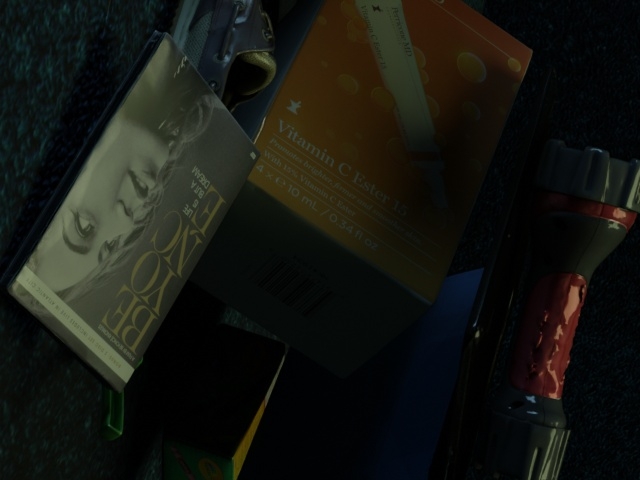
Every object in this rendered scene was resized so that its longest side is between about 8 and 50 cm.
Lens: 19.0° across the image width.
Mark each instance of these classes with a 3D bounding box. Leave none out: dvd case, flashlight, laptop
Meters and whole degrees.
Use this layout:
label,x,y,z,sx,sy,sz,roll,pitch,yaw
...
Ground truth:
label,x,y,z,sx,sy,sz,roll,pitch,yaw
dvd case,-0.133,-0.018,1.394,0.221,0.018,0.164,-60,144,-17
flashlight,0.211,0.067,1.695,0.103,0.103,0.304,13,91,-55
laptop,0.055,0.080,1.818,0.382,0.236,0.408,-69,168,-47

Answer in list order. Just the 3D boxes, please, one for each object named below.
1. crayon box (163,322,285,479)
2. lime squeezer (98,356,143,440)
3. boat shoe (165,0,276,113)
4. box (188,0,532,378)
label,x,y,z,sx,sy,sz,roll,pitch,yaw
crayon box,-0.108,0.245,2.110,0.278,0.081,0.165,96,14,-49
lime squeezer,-0.148,0.041,1.540,0.110,0.059,0.310,123,-10,-53
boat shoe,-0.080,-0.148,1.543,0.103,0.092,0.285,95,16,-60
box,0.030,-0.083,1.789,0.168,0.215,0.345,-44,-163,49
